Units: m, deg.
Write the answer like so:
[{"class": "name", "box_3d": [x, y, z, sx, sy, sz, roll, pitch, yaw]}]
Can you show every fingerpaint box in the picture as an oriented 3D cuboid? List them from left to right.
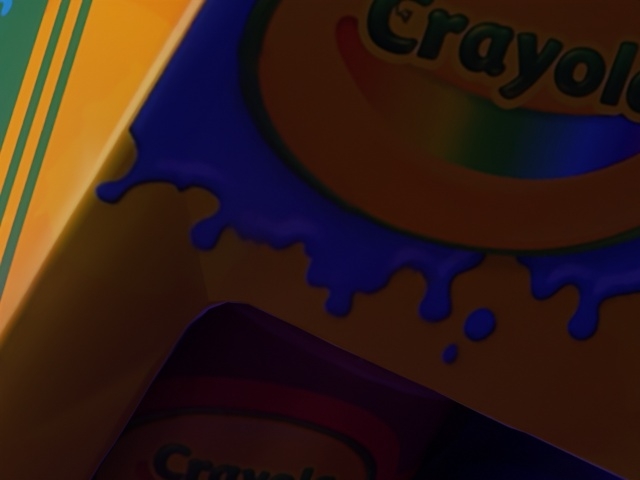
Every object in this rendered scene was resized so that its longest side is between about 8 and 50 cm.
[{"class": "fingerpaint box", "box_3d": [0.058, 0.100, 0.568, 0.371, 0.445, 0.163, -57, 33, 10]}]
